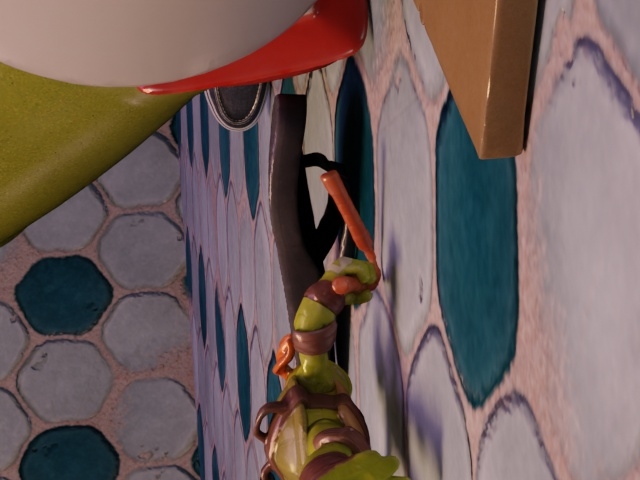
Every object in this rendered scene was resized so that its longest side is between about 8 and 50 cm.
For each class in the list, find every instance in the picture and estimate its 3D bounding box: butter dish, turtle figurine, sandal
[{"bbox_3d":[-0.039,-0.163,1.107,0.118,0.160,0.160,47,-144,-66],"label":"butter dish"},{"bbox_3d":[0.005,0.111,0.981,0.217,0.087,0.269,-111,20,-67],"label":"turtle figurine"},{"bbox_3d":[0.000,0.000,1.160,0.097,0.054,0.254,-91,-6,-48],"label":"sandal"}]

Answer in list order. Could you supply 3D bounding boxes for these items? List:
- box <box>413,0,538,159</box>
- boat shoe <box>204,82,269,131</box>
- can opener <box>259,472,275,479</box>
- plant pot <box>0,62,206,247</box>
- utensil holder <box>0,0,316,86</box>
[{"bbox_3d":[0.066,-0.159,0.693,0.164,0.021,0.201,-104,14,-55],"label":"box"},{"bbox_3d":[-0.076,-0.181,1.555,0.083,0.065,0.183,-108,18,-67],"label":"boat shoe"},{"bbox_3d":[-0.032,0.258,1.402,0.186,0.059,0.073,-103,13,-51],"label":"can opener"},{"bbox_3d":[-0.241,-0.177,1.250,0.366,0.353,0.366,28,-127,-45],"label":"plant pot"},{"bbox_3d":[-0.109,-0.294,0.843,0.385,0.327,0.327,100,165,-66],"label":"utensil holder"}]
